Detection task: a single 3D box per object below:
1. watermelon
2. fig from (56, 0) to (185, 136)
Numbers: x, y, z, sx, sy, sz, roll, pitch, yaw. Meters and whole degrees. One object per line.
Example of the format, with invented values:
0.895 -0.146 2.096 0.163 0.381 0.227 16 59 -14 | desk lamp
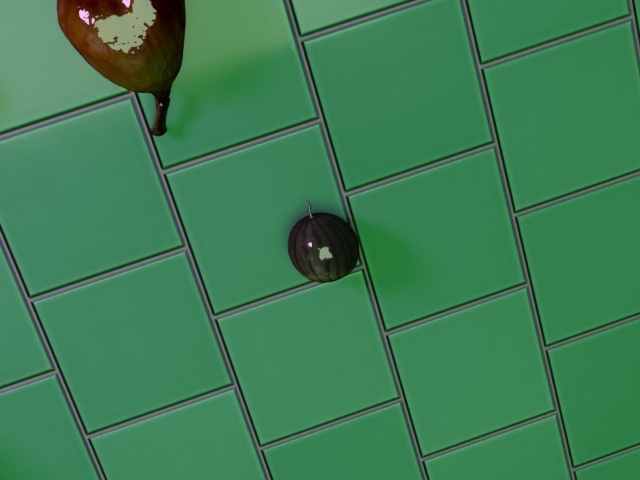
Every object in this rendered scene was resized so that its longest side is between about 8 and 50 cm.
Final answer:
0.000 0.000 1.798 0.105 0.105 0.133 -24 108 -2 | watermelon
-0.250 -0.257 1.640 0.170 0.145 0.274 -18 127 -3 | fig
